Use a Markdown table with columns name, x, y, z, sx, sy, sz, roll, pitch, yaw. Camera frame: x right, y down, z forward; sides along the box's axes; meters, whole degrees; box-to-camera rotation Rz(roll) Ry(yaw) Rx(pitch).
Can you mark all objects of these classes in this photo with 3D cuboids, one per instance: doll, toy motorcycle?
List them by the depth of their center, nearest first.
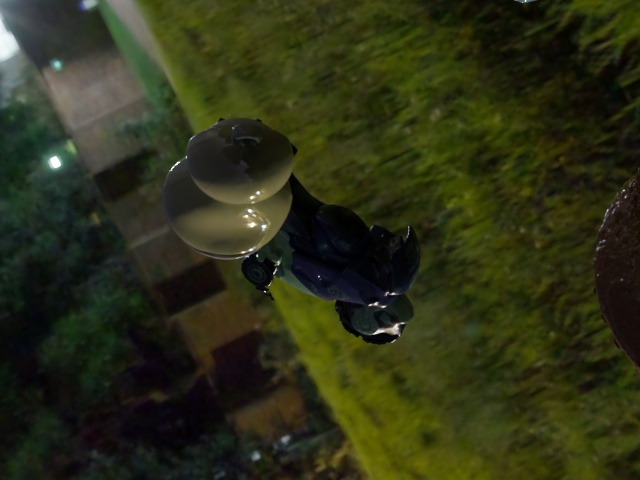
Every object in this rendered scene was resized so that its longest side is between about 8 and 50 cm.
| name | x | y | z | sx | sy | sz | roll | pitch | yaw |
| --- | --- | --- | --- | --- | --- | --- | --- | --- | --- |
| doll | -0.090 | -0.066 | 1.154 | 0.296 | 0.141 | 0.117 | 120 | 155 | -65 |
| toy motorcycle | 0.000 | 0.000 | 1.410 | 0.331 | 0.125 | 0.196 | 41 | 136 | -6 |

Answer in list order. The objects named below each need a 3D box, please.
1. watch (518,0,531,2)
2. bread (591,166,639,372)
| name | x | y | z | sx | sy | sz | roll | pitch | yaw |
| --- | --- | --- | --- | --- | --- | --- | --- | --- | --- |
| watch | 0.203 | -0.314 | 0.903 | 0.211 | 0.193 | 0.211 | 51 | -157 | -33 |
| bread | 0.341 | 0.026 | 0.922 | 0.240 | 0.240 | 0.139 | 64 | 179 | 11 |
